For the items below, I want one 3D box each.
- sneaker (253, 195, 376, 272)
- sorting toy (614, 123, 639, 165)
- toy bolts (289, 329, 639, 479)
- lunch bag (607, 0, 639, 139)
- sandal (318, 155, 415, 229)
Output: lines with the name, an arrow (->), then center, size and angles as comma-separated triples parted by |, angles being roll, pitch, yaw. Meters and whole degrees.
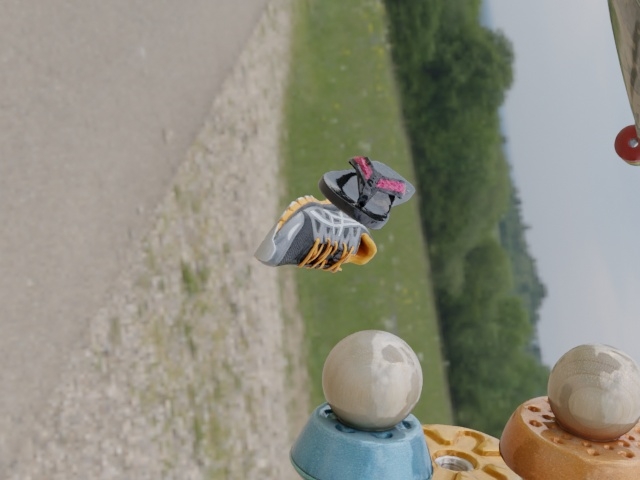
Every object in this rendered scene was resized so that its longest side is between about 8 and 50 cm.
sneaker -> 0.000, 0.000, 1.382 | 0.083, 0.084, 0.215 | 46, 28, 14
sorting toy -> 0.441, -0.209, 1.360 | 0.046, 0.132, 0.275 | 22, 89, -57
toy bolts -> 0.081, 0.121, 0.760 | 0.218, 0.228, 0.159 | -142, -125, -61
lunch bag -> 0.234, -0.237, 0.669 | 0.235, 0.168, 0.287 | 58, 27, -62
sandal -> 0.048, -0.052, 1.026 | 0.040, 0.067, 0.179 | -53, 173, 21
